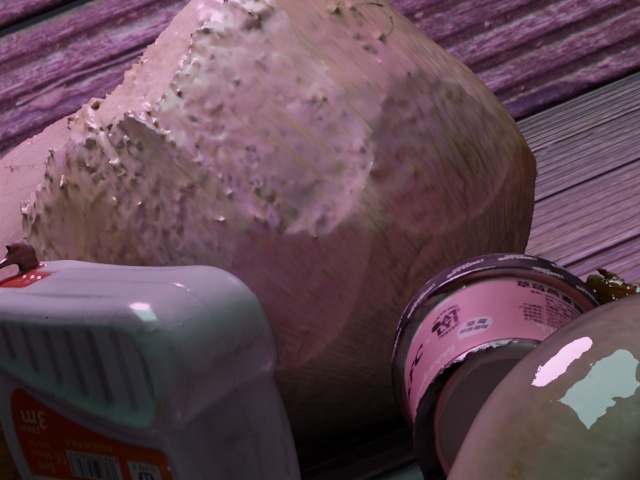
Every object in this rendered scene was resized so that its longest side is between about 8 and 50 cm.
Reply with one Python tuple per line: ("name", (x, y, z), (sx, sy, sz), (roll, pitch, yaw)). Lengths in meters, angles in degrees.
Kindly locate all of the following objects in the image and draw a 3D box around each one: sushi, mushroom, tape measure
("sushi", (0.239, 0.056, 1.528), (0.060, 0.061, 0.118), (-16, 23, -31))
("mushroom", (0.161, 0.131, 0.766), (0.215, 0.207, 0.207), (25, 35, 31))
("tape measure", (-0.129, 0.118, 1.367), (0.243, 0.246, 0.125), (2, 24, 46))

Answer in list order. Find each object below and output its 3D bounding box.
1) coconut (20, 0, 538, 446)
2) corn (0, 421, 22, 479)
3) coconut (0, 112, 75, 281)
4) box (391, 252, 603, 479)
("coconut", (0.000, 0.000, 1.545), (0.405, 0.404, 0.404), (-21, 7, 3))
("corn", (-0.309, 0.182, 1.523), (0.347, 0.130, 0.130), (-52, -2, 16))
("coconut", (-0.210, 0.010, 1.985), (0.297, 0.297, 0.309), (-23, -32, -10))
("box", (0.120, 0.100, 1.199), (0.151, 0.151, 0.135), (-20, 17, 9))
